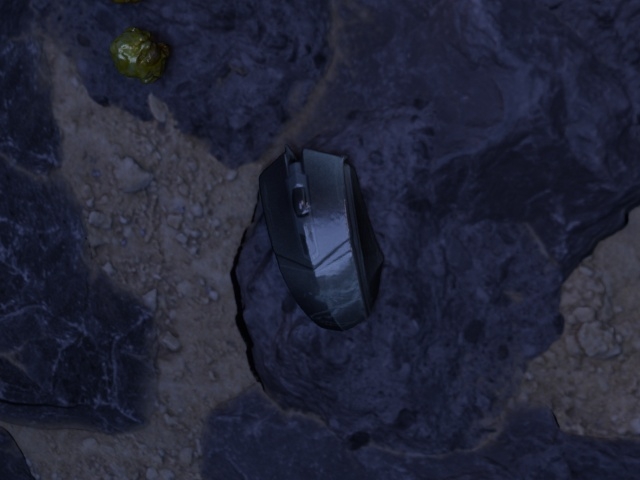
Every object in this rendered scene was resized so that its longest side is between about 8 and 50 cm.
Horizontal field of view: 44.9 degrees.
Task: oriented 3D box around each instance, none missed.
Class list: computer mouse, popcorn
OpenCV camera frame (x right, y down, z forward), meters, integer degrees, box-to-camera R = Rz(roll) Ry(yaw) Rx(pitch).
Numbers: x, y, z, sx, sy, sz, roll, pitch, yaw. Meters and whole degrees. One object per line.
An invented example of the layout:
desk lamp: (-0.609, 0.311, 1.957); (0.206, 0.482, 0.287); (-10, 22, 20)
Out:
computer mouse: (-0.003, 0.001, 0.896); (0.126, 0.071, 0.231); (-9, 104, 22)
popcorn: (-0.215, -0.217, 0.903); (0.083, 0.068, 0.060); (21, 92, 51)

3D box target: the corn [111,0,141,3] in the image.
corn: (-0.317, -0.363, 0.864); (0.313, 0.102, 0.102); (39, 116, 2)
